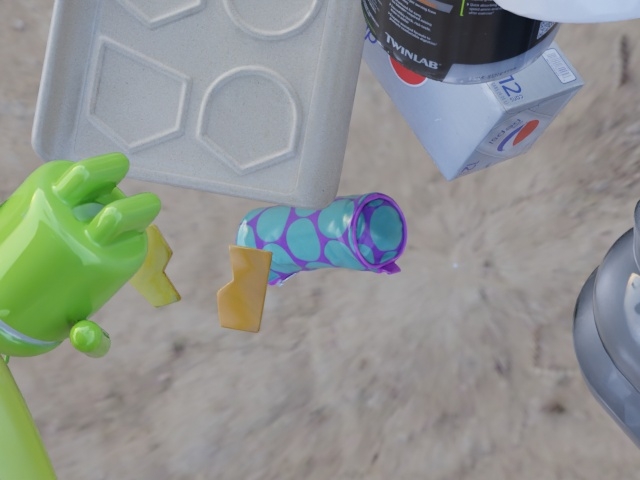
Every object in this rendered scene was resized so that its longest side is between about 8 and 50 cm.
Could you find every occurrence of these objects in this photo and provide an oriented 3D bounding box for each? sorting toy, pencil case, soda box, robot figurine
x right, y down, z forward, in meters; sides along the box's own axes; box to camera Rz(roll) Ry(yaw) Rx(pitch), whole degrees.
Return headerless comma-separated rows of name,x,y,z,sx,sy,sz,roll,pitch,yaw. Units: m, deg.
sorting toy,-0.092,-0.096,1.362,0.229,0.041,0.307,10,91,1
pencil case,0.000,0.000,1.534,0.152,0.064,0.070,-7,96,47
soda box,0.073,-0.192,1.415,0.091,0.098,0.286,-21,68,-37
robot figurine,-0.127,0.009,0.856,0.115,0.067,0.101,-42,84,27

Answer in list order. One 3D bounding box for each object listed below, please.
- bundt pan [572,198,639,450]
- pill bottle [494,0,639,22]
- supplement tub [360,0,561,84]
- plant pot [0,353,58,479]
bundt pan,0.267,-0.012,1.075,0.124,0.331,0.331,41,92,13
pill bottle,0.105,-0.232,0.729,0.152,0.152,0.272,-9,118,4
supplement tub,0.082,-0.175,0.951,0.117,0.190,0.117,1,63,-3
plant pot,-0.195,0.121,0.673,0.227,0.228,0.207,-39,104,-12
